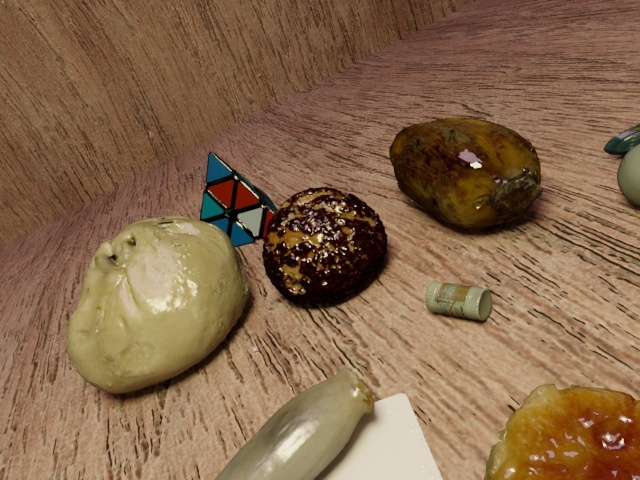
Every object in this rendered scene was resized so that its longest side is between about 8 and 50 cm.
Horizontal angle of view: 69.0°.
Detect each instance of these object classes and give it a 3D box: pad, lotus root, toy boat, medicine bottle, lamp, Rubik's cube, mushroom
[{"bbox_3d":[0.055,0.276,0.505,0.157,0.004,0.232,-23,28,3],"label":"pad"},{"bbox_3d":[0.257,-0.138,0.866,0.196,0.179,0.397,-29,27,-2],"label":"lotus root"},{"bbox_3d":[0.574,-0.183,0.819,0.141,0.055,0.060,-18,36,14],"label":"toy boat"},{"bbox_3d":[0.198,0.086,0.670,0.083,0.047,0.047,6,41,44],"label":"medicine bottle"},{"bbox_3d":[0.498,-0.099,0.687,0.105,0.105,0.105,-19,28,11],"label":"lamp"},{"bbox_3d":[-0.164,-0.091,1.162,0.234,0.249,0.284,24,47,32],"label":"Rubik's cube"},{"bbox_3d":[-0.065,0.272,0.508,0.109,0.097,0.351,-6,31,52],"label":"mushroom"}]

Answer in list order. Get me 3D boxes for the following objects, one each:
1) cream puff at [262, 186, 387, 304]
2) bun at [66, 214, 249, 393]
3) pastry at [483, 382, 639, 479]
[{"bbox_3d":[0.000,0.000,0.854,0.239,0.164,0.239,-17,30,10],"label":"cream puff"},{"bbox_3d":[-0.304,0.102,0.864,0.326,0.234,0.362,14,53,43],"label":"bun"},{"bbox_3d":[0.235,0.211,0.373,0.182,0.093,0.193,-36,28,-26],"label":"pastry"}]
